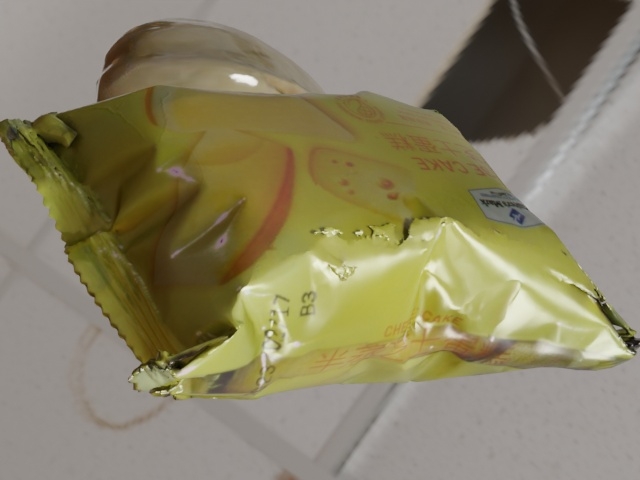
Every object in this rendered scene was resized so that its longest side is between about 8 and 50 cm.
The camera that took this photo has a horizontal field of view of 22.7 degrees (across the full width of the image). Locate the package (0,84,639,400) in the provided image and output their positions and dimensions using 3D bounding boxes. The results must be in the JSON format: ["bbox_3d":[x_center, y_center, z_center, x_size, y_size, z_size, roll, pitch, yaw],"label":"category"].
[{"bbox_3d":[0.000,0.000,0.611,0.168,0.226,0.090,49,-49,40],"label":"package"}]

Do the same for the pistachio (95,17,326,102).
[{"bbox_3d":[-0.077,-0.101,1.274,0.153,0.238,0.138,3,-101,39],"label":"pistachio"}]
